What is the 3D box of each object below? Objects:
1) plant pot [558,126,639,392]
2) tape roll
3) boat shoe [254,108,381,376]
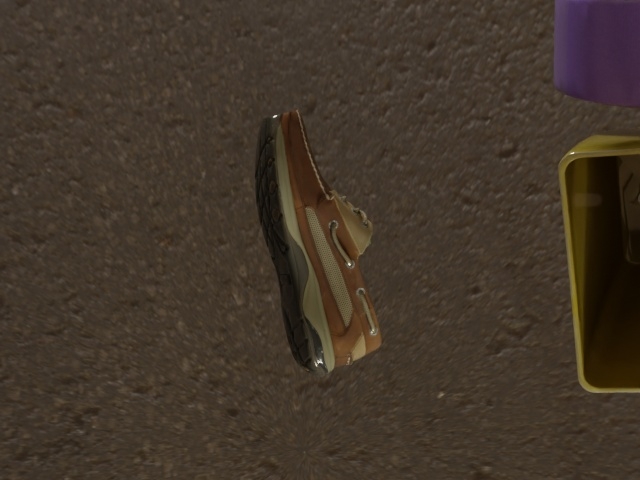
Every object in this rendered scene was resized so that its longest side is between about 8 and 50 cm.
[{"bbox_3d":[0.327,-0.008,0.775,0.212,0.187,0.212,-4,111,20],"label":"plant pot"},{"bbox_3d":[0.350,-0.184,0.805,0.275,0.275,0.090,-5,109,-2],"label":"tape roll"},{"bbox_3d":[0.000,0.000,1.111,0.120,0.122,0.324,-13,97,-16],"label":"boat shoe"}]
